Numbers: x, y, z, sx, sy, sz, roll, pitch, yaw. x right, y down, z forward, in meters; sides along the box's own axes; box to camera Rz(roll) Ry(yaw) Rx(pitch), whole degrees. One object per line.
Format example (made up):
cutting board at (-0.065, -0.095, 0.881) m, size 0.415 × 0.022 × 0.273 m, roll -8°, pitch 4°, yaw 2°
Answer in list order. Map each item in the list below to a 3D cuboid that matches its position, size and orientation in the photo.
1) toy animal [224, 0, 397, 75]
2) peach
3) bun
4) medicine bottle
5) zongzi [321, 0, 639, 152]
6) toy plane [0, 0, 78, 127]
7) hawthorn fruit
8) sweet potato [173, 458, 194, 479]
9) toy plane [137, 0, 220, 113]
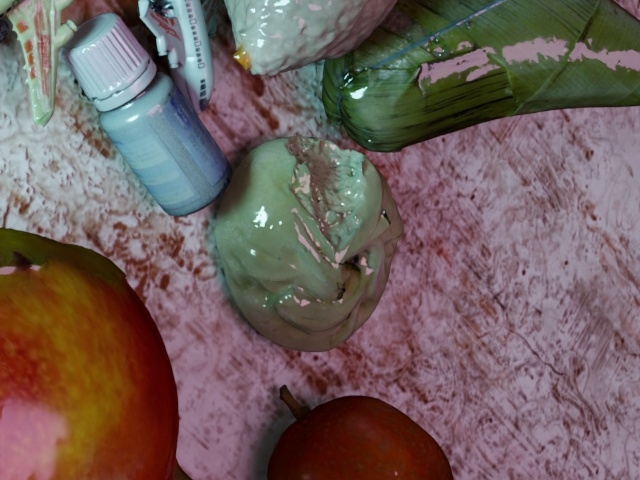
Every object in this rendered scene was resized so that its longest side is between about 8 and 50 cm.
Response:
toy animal at (0.002, -0.308, 1.521) m, size 0.226 × 0.188 × 0.358 m, roll 76°, pitch 33°, yaw -48°
peach at (-0.281, 0.171, 1.229) m, size 0.370 × 0.370 × 0.370 m, roll -6°, pitch 99°, yaw -42°
bun at (0.000, 0.000, 1.616) m, size 0.210 × 0.116 × 0.237 m, roll -43°, pitch 124°, yaw -29°
medicine bottle at (-0.166, -0.119, 1.474) m, size 0.083 × 0.083 × 0.203 m, roll -50°, pitch 126°, yaw -26°
zongzi at (0.212, -0.164, 1.650) m, size 0.323 × 0.360 × 0.160 m, roll -45°, pitch 160°, yaw -24°
toy plane at (-0.277, -0.226, 1.348) m, size 0.256 × 0.104 × 0.242 m, roll -51°, pitch 123°, yaw -26°
hawthorn fruit at (0.028, 0.243, 1.646) m, size 0.196 × 0.196 × 0.225 m, roll -38°, pitch 89°, yaw -33°
sweet potato at (-0.150, 0.243, 1.551) m, size 0.055 × 0.058 × 0.202 m, roll -34°, pitch 119°, yaw -11°
toy plane at (-0.133, -0.207, 1.499) m, size 0.162 × 0.066 × 0.171 m, roll -34°, pitch 130°, yaw -60°
